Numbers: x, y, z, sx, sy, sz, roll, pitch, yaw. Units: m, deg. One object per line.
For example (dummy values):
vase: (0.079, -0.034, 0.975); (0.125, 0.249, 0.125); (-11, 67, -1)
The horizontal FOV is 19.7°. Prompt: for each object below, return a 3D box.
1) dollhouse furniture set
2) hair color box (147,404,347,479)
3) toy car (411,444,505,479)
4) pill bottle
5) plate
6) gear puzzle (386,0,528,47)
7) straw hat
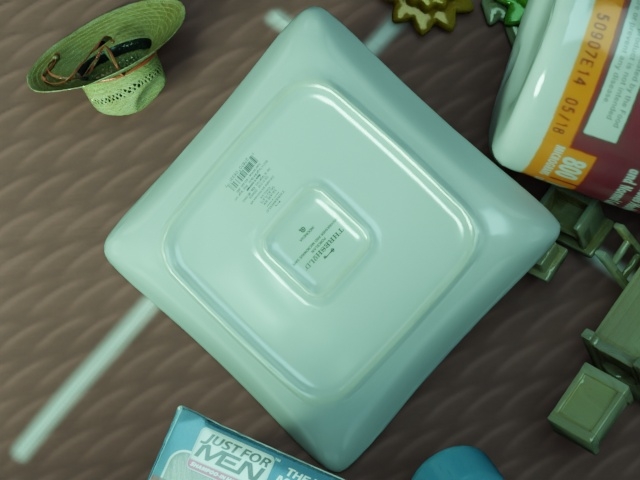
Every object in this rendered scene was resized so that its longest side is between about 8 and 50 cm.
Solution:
dollhouse furniture set: (0.213, 0.072, 1.511); (0.161, 0.101, 0.182); (30, 76, 29)
hair color box: (-0.040, 0.218, 1.313); (0.174, 0.347, 0.105); (23, 77, 3)
toy car: (0.117, 0.322, 1.376); (0.238, 0.210, 0.219); (-47, 45, 11)
pill bottle: (0.351, -0.104, 1.470); (0.392, 0.224, 0.224); (19, 77, -2)
plate: (0.000, 0.000, 1.472); (0.278, 0.045, 0.277); (43, 101, 8)
gear puzzle: (0.210, -0.263, 1.594); (0.339, 0.044, 0.175); (-15, 78, -6)
straw hat: (-0.166, -0.138, 1.533); (0.144, 0.144, 0.061); (-30, 119, -9)
